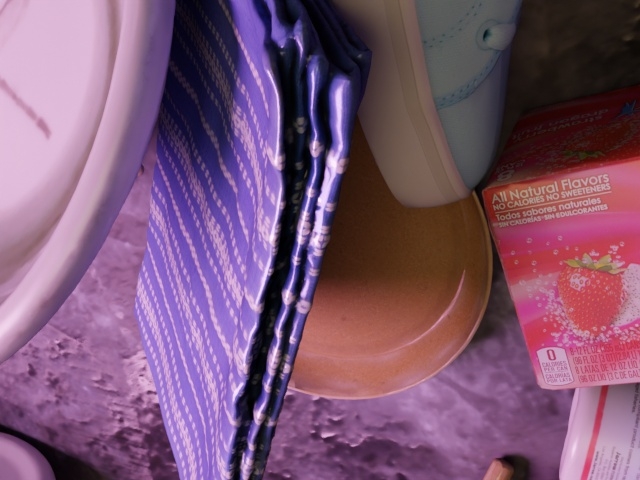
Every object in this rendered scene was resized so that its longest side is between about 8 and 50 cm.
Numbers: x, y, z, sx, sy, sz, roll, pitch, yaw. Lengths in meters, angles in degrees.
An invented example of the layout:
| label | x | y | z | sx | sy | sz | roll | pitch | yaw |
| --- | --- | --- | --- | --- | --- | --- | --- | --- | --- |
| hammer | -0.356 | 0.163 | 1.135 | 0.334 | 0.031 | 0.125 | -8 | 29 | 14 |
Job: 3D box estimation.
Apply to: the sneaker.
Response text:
| label | x | y | z | sx | sy | sz | roll | pitch | yaw |
| --- | --- | --- | --- | --- | --- | --- | --- | --- | --- |
| sneaker | 0.084 | -0.176 | 0.360 | 0.150 | 0.135 | 0.365 | 5 | 121 | 17 |

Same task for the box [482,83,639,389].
| label | x | y | z | sx | sy | sz | roll | pitch | yaw |
| --- | --- | --- | --- | --- | --- | --- | --- | --- | --- |
| box | 0.226 | -0.020 | 0.443 | 0.257 | 0.128 | 0.122 | -10 | 111 | 27 |

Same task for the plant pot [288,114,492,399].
| label | x | y | z | sx | sy | sz | roll | pitch | yaw |
| --- | --- | --- | --- | --- | --- | --- | --- | --- | --- |
| plant pot | 0.000 | 0.000 | 0.601 | 0.236 | 0.032 | 0.236 | 10 | 119 | 18 |

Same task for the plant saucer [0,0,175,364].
| label | x | y | z | sx | sy | sz | roll | pitch | yaw |
| --- | --- | --- | --- | --- | --- | --- | --- | --- | --- |
| plant saucer | -0.211 | -0.108 | 0.533 | 0.401 | 0.100 | 0.400 | -5 | 82 | 35 |

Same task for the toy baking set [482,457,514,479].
| label | x | y | z | sx | sy | sz | roll | pitch | yaw |
| --- | --- | --- | --- | --- | --- | --- | --- | --- | --- |
| toy baking set | 0.173 | 0.247 | 0.620 | 0.197 | 0.030 | 0.256 | 23 | 93 | 18 |

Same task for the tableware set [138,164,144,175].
| label | x | y | z | sx | sy | sz | roll | pitch | yaw |
| --- | --- | --- | --- | --- | --- | --- | --- | --- | --- |
| tableware set | -0.189 | -0.090 | 0.609 | 0.141 | 0.020 | 0.168 | -16 | 85 | 27 |

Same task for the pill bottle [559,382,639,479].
| label | x | y | z | sx | sy | sz | roll | pitch | yaw |
| --- | --- | --- | --- | --- | --- | --- | --- | --- | --- |
| pill bottle | 0.232 | 0.127 | 0.538 | 0.160 | 0.087 | 0.087 | 12 | 119 | 15 |

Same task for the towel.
| label | x | y | z | sx | sy | sz | roll | pitch | yaw |
| --- | --- | --- | --- | --- | --- | --- | --- | --- | --- |
| towel | -0.065 | -0.007 | 0.475 | 0.040 | 0.243 | 0.336 | -2 | 129 | -22 |

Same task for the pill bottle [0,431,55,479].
| label | x | y | z | sx | sy | sz | roll | pitch | yaw |
| --- | --- | --- | --- | --- | --- | --- | --- | --- | --- |
| pill bottle | -0.324 | 0.318 | 0.820 | 0.153 | 0.153 | 0.264 | 20 | 121 | 12 |
